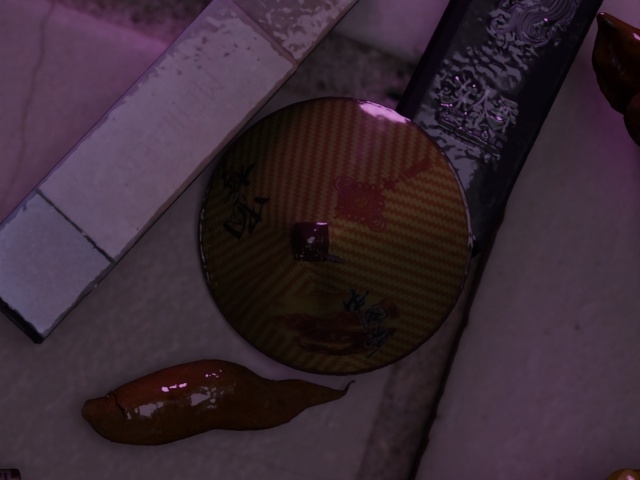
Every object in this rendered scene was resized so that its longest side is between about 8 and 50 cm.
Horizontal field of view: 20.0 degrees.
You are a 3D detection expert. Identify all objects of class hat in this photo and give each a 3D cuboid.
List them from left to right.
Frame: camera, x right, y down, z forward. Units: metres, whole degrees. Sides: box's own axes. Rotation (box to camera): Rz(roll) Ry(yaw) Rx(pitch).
[{"bbox_3d":[0.000,0.000,1.206,0.193,0.082,0.193,1,94,15],"label":"hat"}]

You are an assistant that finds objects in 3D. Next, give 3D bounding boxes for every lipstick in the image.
[{"bbox_3d":[-0.090,-0.091,1.235,0.076,0.080,0.371,43,76,-5],"label":"lipstick"}]

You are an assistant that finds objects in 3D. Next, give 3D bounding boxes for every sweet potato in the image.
[{"bbox_3d":[-0.067,0.108,1.238,0.195,0.056,0.056,-1,85,-20],"label":"sweet potato"}]

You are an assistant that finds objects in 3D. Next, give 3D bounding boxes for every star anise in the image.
[{"bbox_3d":[0.268,-0.084,1.300,0.196,0.111,0.212,40,52,-39],"label":"star anise"}]

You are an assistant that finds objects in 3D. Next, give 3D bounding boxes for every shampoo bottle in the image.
[{"bbox_3d":[0.134,-0.146,1.299,0.098,0.071,0.309,27,78,-2],"label":"shampoo bottle"}]

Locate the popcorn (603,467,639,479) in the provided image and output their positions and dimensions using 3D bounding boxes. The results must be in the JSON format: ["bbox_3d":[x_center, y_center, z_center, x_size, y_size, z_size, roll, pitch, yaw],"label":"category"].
[{"bbox_3d":[0.221,0.302,1.230,0.225,0.174,0.286,-20,95,0],"label":"popcorn"}]

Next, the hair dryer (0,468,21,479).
[{"bbox_3d":[-0.296,0.093,1.181,0.195,0.053,0.220,-2,84,-13],"label":"hair dryer"}]
